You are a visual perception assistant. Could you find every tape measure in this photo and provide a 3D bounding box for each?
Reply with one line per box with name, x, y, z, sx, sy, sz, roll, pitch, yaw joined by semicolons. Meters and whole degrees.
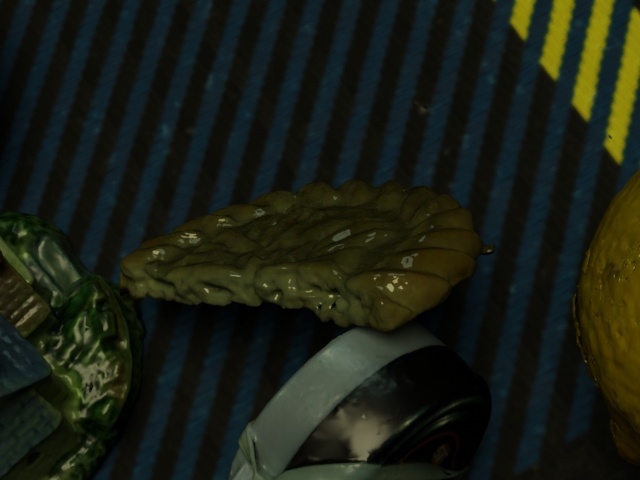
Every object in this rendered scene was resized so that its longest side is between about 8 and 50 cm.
tape measure;0.023;0.136;1.029;0.181;0.182;0.107;-45;64;-11

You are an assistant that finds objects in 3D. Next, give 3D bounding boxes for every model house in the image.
model house;-0.240;0.064;1.101;0.195;0.189;0.214;-42;67;-5

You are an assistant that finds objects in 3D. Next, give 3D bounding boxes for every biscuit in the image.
biscuit;0.000;0.000;1.095;0.273;0.036;0.187;3;25;40

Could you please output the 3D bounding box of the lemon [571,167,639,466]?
lemon;0.300;0.031;0.970;0.310;0.258;0.258;-35;65;23
